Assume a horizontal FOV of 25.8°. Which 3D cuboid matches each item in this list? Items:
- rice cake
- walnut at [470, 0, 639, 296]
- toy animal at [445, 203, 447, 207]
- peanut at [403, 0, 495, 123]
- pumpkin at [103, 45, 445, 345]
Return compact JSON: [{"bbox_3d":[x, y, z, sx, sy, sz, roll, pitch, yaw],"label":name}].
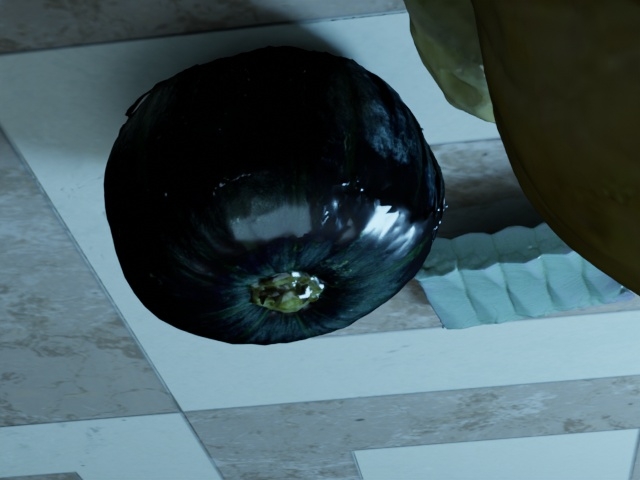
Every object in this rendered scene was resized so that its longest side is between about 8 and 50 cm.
[{"bbox_3d":[0.168,0.029,1.163,0.189,0.037,0.198,-11,161,18],"label":"rice cake"},{"bbox_3d":[0.248,-0.123,0.574,0.397,0.354,0.308,6,178,18],"label":"walnut"},{"bbox_3d":[0.000,0.000,1.115,0.220,0.062,0.108,-11,131,18],"label":"toy animal"},{"bbox_3d":[0.193,-0.112,0.803,0.325,0.153,0.140,2,148,-22],"label":"peanut"},{"bbox_3d":[-0.033,-0.027,0.936,0.233,0.163,0.233,-4,152,-2],"label":"pumpkin"}]
